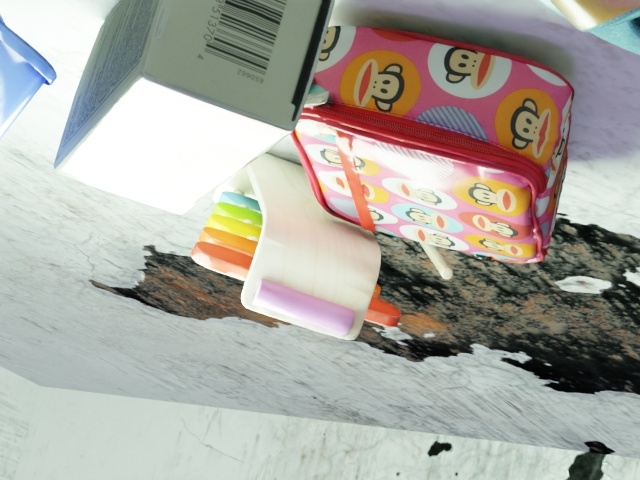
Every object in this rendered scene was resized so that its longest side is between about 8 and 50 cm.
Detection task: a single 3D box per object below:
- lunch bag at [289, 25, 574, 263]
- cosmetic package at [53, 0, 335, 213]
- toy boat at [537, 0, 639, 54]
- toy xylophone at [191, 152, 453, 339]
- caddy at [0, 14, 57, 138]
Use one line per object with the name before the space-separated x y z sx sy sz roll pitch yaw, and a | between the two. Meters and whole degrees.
lunch bag | 0.081 -0.084 1.490 0.258 0.120 0.293 15 166 12
cosmetic package | -0.106 -0.135 1.404 0.129 0.153 0.296 20 164 -17
toy boat | 0.231 -0.176 0.997 0.267 0.148 0.318 20 163 -20
toy xylophone | 0.000 0.000 1.684 0.236 0.081 0.323 21 -165 -7
caddy | -0.360 -0.192 1.392 0.241 0.179 0.341 32 175 32
